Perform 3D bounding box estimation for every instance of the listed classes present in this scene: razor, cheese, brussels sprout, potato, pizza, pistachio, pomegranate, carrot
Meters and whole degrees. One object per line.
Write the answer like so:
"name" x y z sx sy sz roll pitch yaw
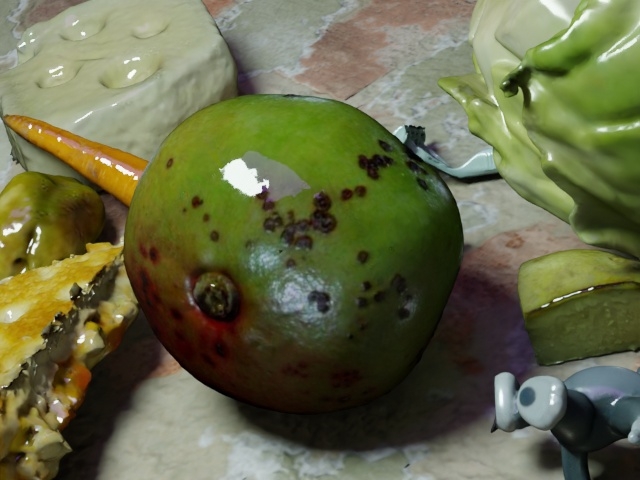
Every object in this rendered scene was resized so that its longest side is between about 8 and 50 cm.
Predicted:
"razor" 0.210 -0.091 1.419 0.278 0.056 0.111 0 2 15
"cheese" -0.254 -0.179 1.687 0.318 0.115 0.326 7 41 31
"brussels sprout" 0.329 -0.162 1.209 0.342 0.361 0.425 -48 17 45
"potato" 0.242 0.030 1.204 0.149 0.081 0.120 -11 37 11
"pizza" -0.291 0.137 1.259 0.406 0.130 0.440 -34 27 -23
"pistachio" -0.291 -0.016 1.486 0.100 0.110 0.189 -31 22 39
"pomegranate" 0.006 -0.007 1.206 0.323 0.291 0.291 -29 35 -31
"carrot" -0.231 -0.081 1.517 0.257 0.061 0.061 32 53 14

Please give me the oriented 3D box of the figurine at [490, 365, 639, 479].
"figurine" 0.242 0.139 1.009 0.265 0.140 0.193 -15 9 26
